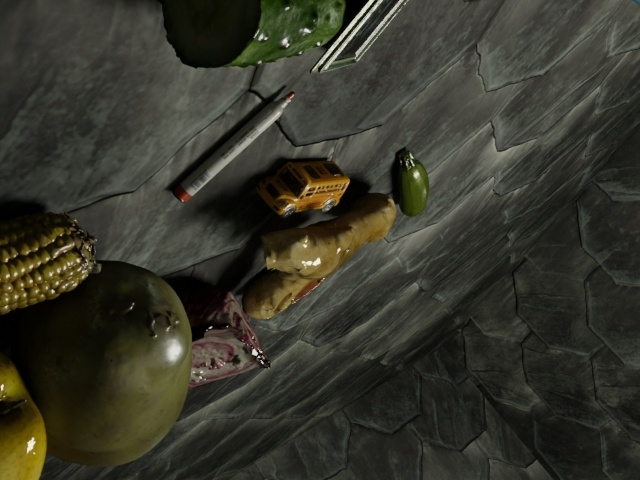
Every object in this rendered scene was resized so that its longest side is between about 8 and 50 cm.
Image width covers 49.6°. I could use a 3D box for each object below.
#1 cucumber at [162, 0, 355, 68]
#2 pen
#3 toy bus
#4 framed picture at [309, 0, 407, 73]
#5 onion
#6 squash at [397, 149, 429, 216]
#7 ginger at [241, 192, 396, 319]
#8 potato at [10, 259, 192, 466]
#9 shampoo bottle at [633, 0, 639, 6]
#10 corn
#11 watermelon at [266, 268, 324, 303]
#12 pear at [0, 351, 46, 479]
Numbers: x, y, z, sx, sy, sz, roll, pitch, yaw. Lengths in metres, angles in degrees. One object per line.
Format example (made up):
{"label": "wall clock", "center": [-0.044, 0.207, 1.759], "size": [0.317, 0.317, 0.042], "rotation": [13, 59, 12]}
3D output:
{"label": "cucumber", "center": [-0.040, -0.245, 0.727], "size": [0.244, 0.134, 0.134], "rotation": [-17, 150, -52]}
{"label": "pen", "center": [-0.118, -0.132, 0.956], "size": [0.218, 0.026, 0.026], "rotation": [-42, 159, 5]}
{"label": "toy bus", "center": [-0.026, -0.089, 1.131], "size": [0.162, 0.070, 0.074], "rotation": [-12, 146, -52]}
{"label": "framed picture", "center": [0.110, -0.316, 0.833], "size": [0.296, 0.019, 0.232], "rotation": [-47, -178, 22]}
{"label": "onion", "center": [-0.251, 0.173, 1.227], "size": [0.279, 0.146, 0.314], "rotation": [-14, 158, 2]}
{"label": "squash", "center": [0.195, -0.111, 1.452], "size": [0.066, 0.066, 0.252], "rotation": [-37, 159, -6]}
{"label": "ginger", "center": [0.020, 0.006, 1.229], "size": [0.363, 0.122, 0.348], "rotation": [-29, 177, -15]}
{"label": "potato", "center": [-0.301, 0.165, 0.959], "size": [0.221, 0.243, 0.326], "rotation": [-31, 148, -44]}
{"label": "shampoo bottle", "center": [0.619, -0.473, 1.031], "size": [0.331, 0.343, 0.331], "rotation": [-34, 159, -15]}
{"label": "corn", "center": [-0.392, 0.043, 0.751], "size": [0.317, 0.115, 0.115], "rotation": [-21, 153, -39]}
{"label": "watermelon", "center": [-0.072, 0.075, 1.399], "size": [0.163, 0.087, 0.069], "rotation": [-34, 128, -17]}
{"label": "pear", "center": [-0.489, 0.274, 0.826], "size": [0.284, 0.285, 0.336], "rotation": [-12, 139, -50]}
